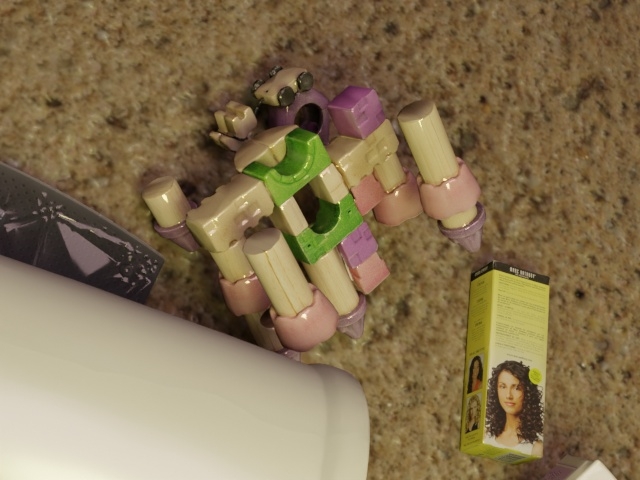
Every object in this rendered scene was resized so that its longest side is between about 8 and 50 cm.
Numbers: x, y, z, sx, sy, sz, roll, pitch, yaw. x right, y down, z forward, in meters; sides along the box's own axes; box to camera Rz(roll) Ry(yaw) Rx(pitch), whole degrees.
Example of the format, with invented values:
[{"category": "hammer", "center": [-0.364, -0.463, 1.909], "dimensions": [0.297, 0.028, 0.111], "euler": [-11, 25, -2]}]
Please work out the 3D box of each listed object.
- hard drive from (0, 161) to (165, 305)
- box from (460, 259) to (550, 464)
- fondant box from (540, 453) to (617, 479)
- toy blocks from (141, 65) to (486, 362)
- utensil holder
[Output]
[{"category": "hard drive", "center": [-0.306, 0.027, 1.289], "dimensions": [0.255, 0.054, 0.172], "euler": [29, 61, -14]}, {"category": "box", "center": [0.224, 0.146, 1.506], "dimensions": [0.087, 0.058, 0.232], "euler": [15, 65, -21]}, {"category": "fondant box", "center": [0.311, 0.437, 1.372], "dimensions": [0.238, 0.096, 0.330], "euler": [-41, 93, -10]}, {"category": "toy blocks", "center": [0.000, 0.000, 1.388], "dimensions": [0.288, 0.309, 0.260], "euler": [-41, 125, -21]}, {"category": "utensil holder", "center": [-0.200, 0.208, 1.100], "dimensions": [0.385, 0.327, 0.327], "euler": [21, 63, -14]}]
